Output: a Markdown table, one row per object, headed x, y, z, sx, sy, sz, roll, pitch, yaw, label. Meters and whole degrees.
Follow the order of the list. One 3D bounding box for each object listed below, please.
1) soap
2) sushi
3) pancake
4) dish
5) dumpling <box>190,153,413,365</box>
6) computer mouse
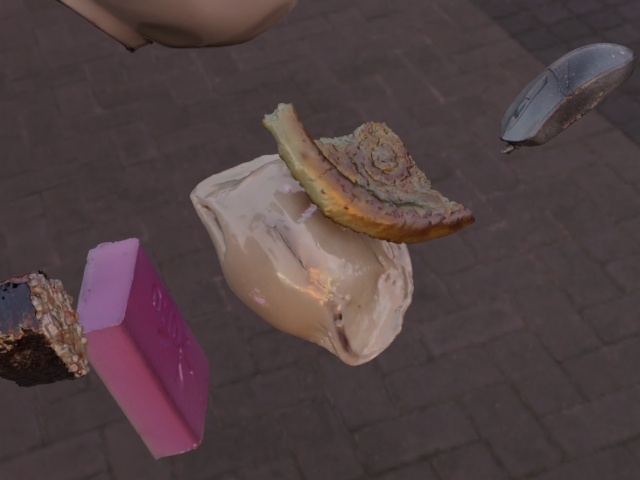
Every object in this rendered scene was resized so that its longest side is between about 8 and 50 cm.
| x | y | z | sx | sy | sz | roll | pitch | yaw | label |
| --- | --- | --- | --- | --- | --- | --- | --- | --- | --- |
| -0.239 | 0.146 | 1.405 | 0.081 | 0.259 | 0.181 | -16 | 35 | 10 | soap |
| -0.263 | 0.085 | 0.946 | 0.078 | 0.150 | 0.090 | -17 | 65 | -3 | sushi |
| 0.081 | -0.105 | 1.565 | 0.377 | 0.054 | 0.197 | 23 | 60 | -24 | pancake |
| -0.177 | -0.222 | 0.719 | 0.124 | 0.324 | 0.324 | -53 | 45 | 4 | dish |
| 0.000 | 0.000 | 1.645 | 0.316 | 0.233 | 0.395 | -37 | 77 | -27 | dumpling |
| 0.329 | -0.208 | 1.419 | 0.229 | 0.068 | 0.113 | -36 | 21 | 3 | computer mouse |
